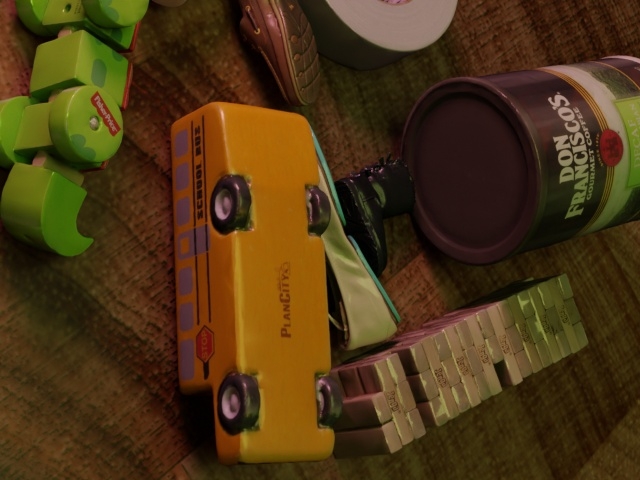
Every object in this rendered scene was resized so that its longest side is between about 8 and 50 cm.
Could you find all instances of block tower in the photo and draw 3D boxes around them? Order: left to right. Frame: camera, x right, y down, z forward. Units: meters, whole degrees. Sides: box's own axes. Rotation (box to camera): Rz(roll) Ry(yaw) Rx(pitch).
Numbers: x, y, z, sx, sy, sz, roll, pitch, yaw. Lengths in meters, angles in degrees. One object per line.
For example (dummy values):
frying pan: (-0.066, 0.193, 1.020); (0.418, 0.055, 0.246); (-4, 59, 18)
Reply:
block tower: (0.151, 0.126, 1.308); (0.335, 0.097, 0.090); (-22, 93, -40)

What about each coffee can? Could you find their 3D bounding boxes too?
coffee can: (0.256, -0.096, 1.372); (0.275, 0.202, 0.201); (-14, 88, -39)

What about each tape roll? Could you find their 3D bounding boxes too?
tape roll: (0.049, -0.302, 1.348); (0.219, 0.072, 0.219); (10, 73, -34)

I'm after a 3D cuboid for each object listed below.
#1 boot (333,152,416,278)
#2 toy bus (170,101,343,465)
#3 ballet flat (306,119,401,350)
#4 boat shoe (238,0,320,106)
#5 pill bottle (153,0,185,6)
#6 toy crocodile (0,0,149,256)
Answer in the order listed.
boot: (0.066, -0.027, 1.315); (0.099, 0.045, 0.121); (-23, 95, -44)
toy bus: (-0.066, 0.041, 1.140); (0.108, 0.130, 0.332); (5, 76, -37)
ballet flat: (0.000, 0.000, 1.238); (0.086, 0.086, 0.248); (-31, 100, -38)
boat shoe: (-0.049, -0.220, 1.264); (0.064, 0.060, 0.178); (-15, 87, -63)
pill bottle: (-0.120, -0.307, 1.211); (0.087, 0.087, 0.160); (44, 57, -21)
toy crocodile: (-0.212, -0.154, 1.091); (0.105, 0.115, 0.340); (30, 63, -50)
